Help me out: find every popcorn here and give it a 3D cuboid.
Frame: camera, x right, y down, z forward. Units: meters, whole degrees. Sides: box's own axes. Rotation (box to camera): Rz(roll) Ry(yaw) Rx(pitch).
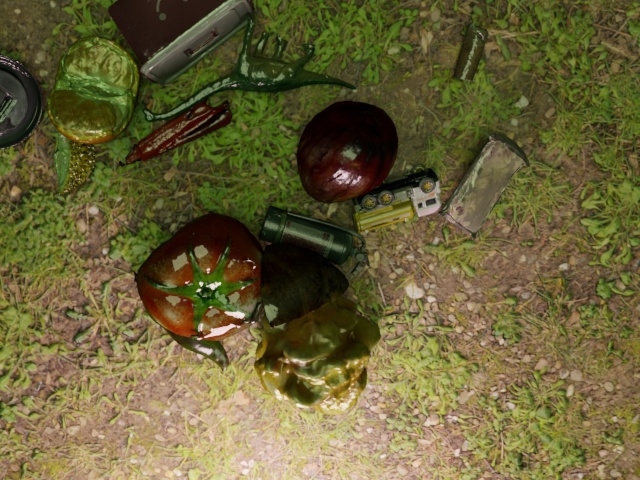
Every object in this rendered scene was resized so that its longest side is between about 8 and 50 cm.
[{"bbox_3d":[0.001,0.286,1.526,0.321,0.290,0.326,-7,101,-2],"label":"popcorn"}]

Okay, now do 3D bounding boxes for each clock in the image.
[{"bbox_3d":[-0.740,-0.313,1.436,0.215,0.042,0.215,-22,125,-36],"label":"clock"}]

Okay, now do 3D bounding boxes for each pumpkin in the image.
[{"bbox_3d":[-0.035,0.069,1.449,0.169,0.312,0.148,-15,106,9],"label":"pumpkin"}]

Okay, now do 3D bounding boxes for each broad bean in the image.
[{"bbox_3d":[-0.359,0.206,1.609,0.077,0.061,0.339,-44,100,-6],"label":"broad bean"}]

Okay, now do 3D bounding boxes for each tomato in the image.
[{"bbox_3d":[-0.266,0.078,1.502,0.303,0.239,0.303,-4,110,-10],"label":"tomato"}]

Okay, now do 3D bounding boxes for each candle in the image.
[{"bbox_3d":[-0.346,-0.250,1.523,0.301,0.059,0.084,-30,86,2],"label":"candle"}]

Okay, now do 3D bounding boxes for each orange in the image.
[{"bbox_3d":[-0.505,-0.330,1.446,0.179,0.158,0.237,14,87,-7],"label":"orange"}]

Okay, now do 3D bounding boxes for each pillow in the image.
[{"bbox_3d":[0.394,-0.138,1.569,0.169,0.059,0.255,25,103,-37],"label":"pillow"}]

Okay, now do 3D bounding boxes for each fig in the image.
[{"bbox_3d":[0.057,-0.199,1.476,0.263,0.224,0.224,-40,100,12],"label":"fig"}]

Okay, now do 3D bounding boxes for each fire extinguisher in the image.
[{"bbox_3d":[0.000,0.000,1.570,0.294,0.093,0.118,18,117,-6],"label":"fire extinguisher"}]

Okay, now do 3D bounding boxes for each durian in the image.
[{"bbox_3d":[-0.594,-0.211,1.513,0.100,0.086,0.215,6,103,10],"label":"durian"}]

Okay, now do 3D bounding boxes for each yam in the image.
[{"bbox_3d":[0.358,-0.445,1.523,0.054,0.054,0.132,16,100,-6],"label":"yam"}]

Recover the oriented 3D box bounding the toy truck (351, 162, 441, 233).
[{"bbox_3d":[0.181,-0.097,1.557,0.227,0.098,0.114,-17,121,3],"label":"toy truck"}]

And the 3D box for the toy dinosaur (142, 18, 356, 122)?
[{"bbox_3d":[-0.152,-0.339,1.485,0.447,0.087,0.301,20,91,-12],"label":"toy dinosaur"}]

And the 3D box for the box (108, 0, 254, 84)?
[{"bbox_3d":[-0.308,-0.499,1.417,0.294,0.193,0.167,-36,92,4],"label":"box"}]
